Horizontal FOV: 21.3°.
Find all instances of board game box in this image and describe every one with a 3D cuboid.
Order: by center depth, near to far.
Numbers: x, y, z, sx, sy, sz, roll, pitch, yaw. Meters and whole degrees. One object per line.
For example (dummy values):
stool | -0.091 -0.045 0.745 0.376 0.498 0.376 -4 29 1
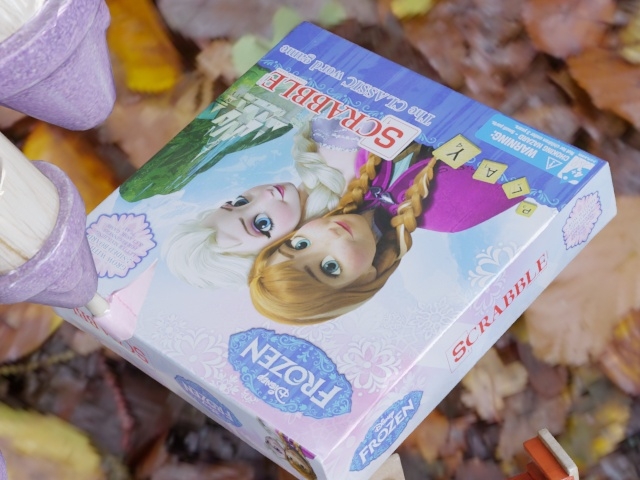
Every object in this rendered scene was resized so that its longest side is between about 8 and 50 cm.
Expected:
board game box | 0.000 0.000 1.289 0.318 0.319 0.066 -45 142 -22

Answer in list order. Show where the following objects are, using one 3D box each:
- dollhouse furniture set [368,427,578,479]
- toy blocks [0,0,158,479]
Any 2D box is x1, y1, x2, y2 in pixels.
dollhouse furniture set | 0.121 0.291 1.617 0.259 0.262 0.135 -21 123 -11
toy blocks | -0.159 0.059 0.498 0.309 0.260 0.288 9 62 35
